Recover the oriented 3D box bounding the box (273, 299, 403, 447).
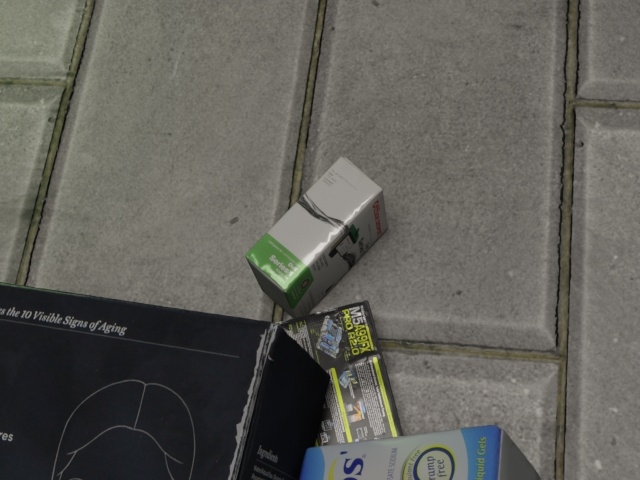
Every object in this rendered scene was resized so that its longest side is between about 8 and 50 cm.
[{"bbox_3d":[0.002,0.244,1.496,0.216,0.060,0.270,-15,66,1],"label":"box"}]

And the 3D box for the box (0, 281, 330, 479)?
[{"bbox_3d":[-0.288,0.335,1.333,0.480,0.297,0.471,7,72,18],"label":"box"}]

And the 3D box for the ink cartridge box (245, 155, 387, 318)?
[{"bbox_3d":[0.000,0.000,1.545,0.092,0.160,0.219,40,78,20],"label":"ink cartridge box"}]

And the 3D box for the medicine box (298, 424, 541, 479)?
[{"bbox_3d":[0.110,0.391,1.240,0.289,0.149,0.263,-14,44,29],"label":"medicine box"}]
